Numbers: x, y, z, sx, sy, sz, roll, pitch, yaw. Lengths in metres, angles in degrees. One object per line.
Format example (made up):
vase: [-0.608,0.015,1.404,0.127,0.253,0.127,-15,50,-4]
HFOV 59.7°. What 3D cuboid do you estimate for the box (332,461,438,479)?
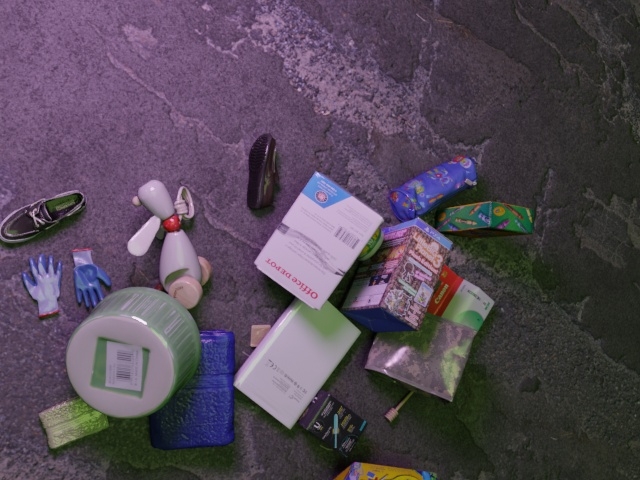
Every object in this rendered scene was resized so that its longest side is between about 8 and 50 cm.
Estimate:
box: [0.197,0.818,1.591,0.290,0.177,0.279,16,42,-22]

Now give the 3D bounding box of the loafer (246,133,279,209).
loafer: [-0.159,-0.195,1.600,0.078,0.080,0.220,5,97,-44]

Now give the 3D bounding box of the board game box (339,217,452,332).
board game box: [0.219,0.108,1.638,0.141,0.232,0.291,34,68,-19]

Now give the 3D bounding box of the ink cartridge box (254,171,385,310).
ink cartridge box: [0.000,0.000,1.537,0.223,0.129,0.307,36,98,5]

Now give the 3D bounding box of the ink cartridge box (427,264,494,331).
ink cartridge box: [0.454,0.212,1.855,0.224,0.056,0.181,40,74,-19]

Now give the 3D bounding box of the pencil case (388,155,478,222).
pencil case: [0.371,-0.166,1.787,0.306,0.133,0.119,-28,132,-20]

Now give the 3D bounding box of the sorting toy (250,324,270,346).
sorting toy: [-0.161,0.275,1.613,0.083,0.012,0.062,2,90,-23]

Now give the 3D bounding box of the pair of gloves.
pair of gloves: [-0.639,0.104,1.411,0.198,0.023,0.159,-11,95,-22]

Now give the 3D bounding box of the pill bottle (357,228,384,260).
pill bottle: [0.080,-0.043,1.667,0.208,0.117,0.117,39,75,-18]

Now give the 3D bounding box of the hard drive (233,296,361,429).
hard drive: [-0.065,0.337,1.627,0.233,0.047,0.353,45,74,-20]

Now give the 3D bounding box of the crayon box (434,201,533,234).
crayon box: [0.509,-0.061,1.761,0.165,0.278,0.081,7,85,-22]

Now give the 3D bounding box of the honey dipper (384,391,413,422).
honey dipper: [0.267,0.513,1.780,0.160,0.030,0.030,-41,104,-20]

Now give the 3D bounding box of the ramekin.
ramekin: [-0.455,0.277,1.346,0.303,0.148,0.303,1,102,4]

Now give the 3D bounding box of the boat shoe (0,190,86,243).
boat shoe: [-0.684,-0.065,1.369,0.219,0.070,0.078,-33,101,-20]

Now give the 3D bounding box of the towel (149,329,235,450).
towel: [-0.343,0.397,1.499,0.227,0.076,0.308,-1,89,-8]

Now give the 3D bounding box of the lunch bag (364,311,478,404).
lunch bag: [0.298,0.341,1.715,0.287,0.169,0.235,22,73,10]

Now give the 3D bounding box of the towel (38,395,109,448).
towel: [-0.620,0.451,1.407,0.148,0.027,0.110,-18,95,-22]

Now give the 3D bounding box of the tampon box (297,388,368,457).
tampon box: [0.032,0.533,1.640,0.161,0.101,0.120,41,74,-16]

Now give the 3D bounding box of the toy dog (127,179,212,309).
toy dog: [-0.408,0.024,1.440,0.161,0.220,0.334,-17,88,9]
